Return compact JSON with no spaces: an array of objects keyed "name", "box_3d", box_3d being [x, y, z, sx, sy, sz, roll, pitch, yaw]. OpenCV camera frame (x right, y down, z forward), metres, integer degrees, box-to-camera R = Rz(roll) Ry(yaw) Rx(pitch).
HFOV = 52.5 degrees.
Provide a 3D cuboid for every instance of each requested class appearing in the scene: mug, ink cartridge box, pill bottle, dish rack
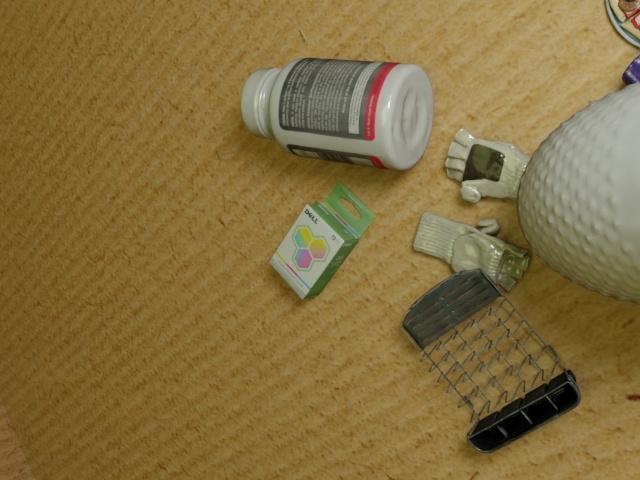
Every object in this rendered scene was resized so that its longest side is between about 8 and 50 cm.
[{"name":"mug","box_3d":[0.443,-0.025,0.818,0.374,0.328,0.276,39,79,-11]},{"name":"ink cartridge box","box_3d":[0.000,0.000,1.248,0.109,0.062,0.209,46,117,22]},{"name":"pill bottle","box_3d":[0.021,-0.228,1.141,0.318,0.176,0.176,13,102,31]},{"name":"dish rack","box_3d":[0.265,0.190,1.069,0.208,0.074,0.271,-42,84,28]}]

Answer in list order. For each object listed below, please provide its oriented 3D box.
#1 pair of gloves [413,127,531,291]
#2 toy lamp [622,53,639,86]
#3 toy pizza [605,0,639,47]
[{"name":"pair of gloves","box_3d":[0.271,-0.045,1.077,0.204,0.042,0.240,31,112,27]},{"name":"toy lamp","box_3d":[0.531,-0.157,0.872,0.275,0.080,0.080,45,117,22]},{"name":"toy pizza","box_3d":[0.500,-0.362,0.898,0.201,0.032,0.201,4,98,33]}]
